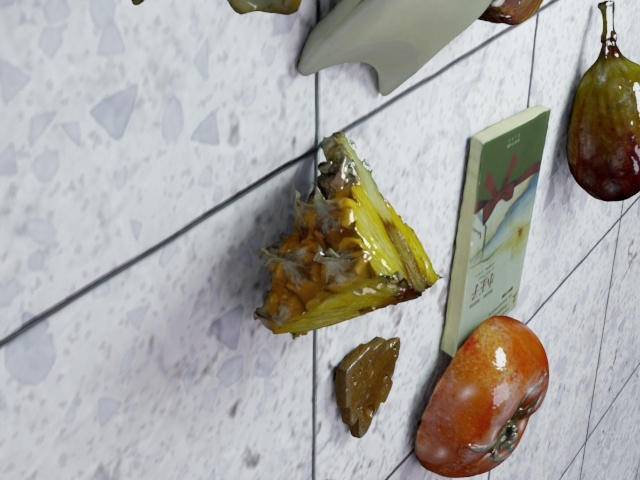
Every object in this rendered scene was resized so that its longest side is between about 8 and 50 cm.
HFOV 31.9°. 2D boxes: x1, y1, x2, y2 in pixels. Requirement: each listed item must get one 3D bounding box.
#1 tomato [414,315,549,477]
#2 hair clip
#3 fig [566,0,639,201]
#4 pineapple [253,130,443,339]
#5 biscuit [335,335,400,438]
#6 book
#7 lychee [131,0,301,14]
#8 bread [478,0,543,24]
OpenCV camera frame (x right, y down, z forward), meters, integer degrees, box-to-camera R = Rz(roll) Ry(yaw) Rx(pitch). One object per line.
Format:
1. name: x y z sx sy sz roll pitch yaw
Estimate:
1. tomato: 0.220 0.211 1.437 0.237 0.095 0.236 -43 150 -33
2. hair clip: 0.098 -0.258 0.963 0.172 0.113 0.282 2 104 -61
3. fig: 0.413 -0.196 1.557 0.170 0.146 0.274 -35 121 -51
4. pineapple: -0.002 0.001 0.972 0.164 0.140 0.250 63 16 3
5. biscuit: 0.046 0.149 1.197 0.119 0.019 0.130 -67 152 -10
6. book: 0.221 -0.015 1.411 0.201 0.026 0.289 -29 130 -51
7. lychee: -0.010 -0.289 0.613 0.320 0.270 0.270 -93 172 -45
8. bread: 0.183 -0.298 1.136 0.160 0.073 0.160 -30 128 -49
